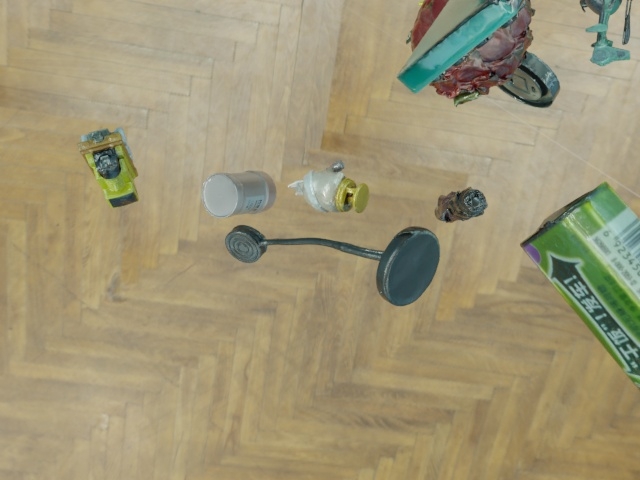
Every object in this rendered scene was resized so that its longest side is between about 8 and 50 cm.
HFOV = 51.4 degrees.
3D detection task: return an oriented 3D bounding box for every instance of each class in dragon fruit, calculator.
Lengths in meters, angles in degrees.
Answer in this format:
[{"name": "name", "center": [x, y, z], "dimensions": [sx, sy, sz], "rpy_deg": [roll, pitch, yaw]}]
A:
[{"name": "dragon fruit", "center": [0.315, -0.432, 1.367], "dimensions": [0.244, 0.244, 0.298], "rpy_deg": [35, 88, -14]}, {"name": "calculator", "center": [0.239, -0.343, 0.949], "dimensions": [0.058, 0.274, 0.248], "rpy_deg": [40, 149, -11]}]

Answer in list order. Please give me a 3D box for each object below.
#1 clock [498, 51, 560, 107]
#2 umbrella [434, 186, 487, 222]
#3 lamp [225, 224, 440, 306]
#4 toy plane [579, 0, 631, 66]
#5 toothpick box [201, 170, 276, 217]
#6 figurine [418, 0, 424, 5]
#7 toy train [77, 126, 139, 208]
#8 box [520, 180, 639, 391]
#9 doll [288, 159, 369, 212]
[{"name": "clock", "center": [0.508, -0.419, 1.686], "dimensions": [0.215, 0.215, 0.042], "rpy_deg": [38, 88, -15]}, {"name": "umbrella", "center": [0.385, -0.096, 1.861], "dimensions": [0.090, 0.326, 0.094], "rpy_deg": [6, 88, -5]}, {"name": "lamp", "center": [-0.015, 0.024, 0.985], "dimensions": [0.371, 0.108, 0.130], "rpy_deg": [7, 133, 29]}, {"name": "toy plane", "center": [0.754, -0.639, 1.751], "dimensions": [0.155, 0.106, 0.381], "rpy_deg": [6, 80, 34]}, {"name": "toothpick box", "center": [-0.177, -0.103, 1.459], "dimensions": [0.099, 0.149, 0.098], "rpy_deg": [4, 99, 29]}, {"name": "figurine", "center": [0.333, -0.643, 1.718], "dimensions": [0.178, 0.109, 0.129], "rpy_deg": [-11, 147, 26]}, {"name": "toy train", "center": [-0.430, -0.151, 1.373], "dimensions": [0.089, 0.219, 0.127], "rpy_deg": [-17, 72, -10]}, {"name": "box", "center": [0.384, 0.098, 0.755], "dimensions": [0.097, 0.134, 0.345], "rpy_deg": [-33, 79, -24]}, {"name": "doll", "center": [0.012, -0.085, 1.023], "dimensions": [0.127, 0.073, 0.084], "rpy_deg": [14, 87, 28]}]
